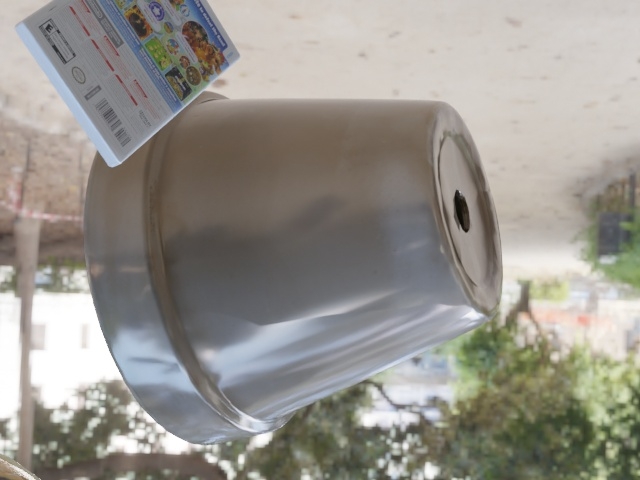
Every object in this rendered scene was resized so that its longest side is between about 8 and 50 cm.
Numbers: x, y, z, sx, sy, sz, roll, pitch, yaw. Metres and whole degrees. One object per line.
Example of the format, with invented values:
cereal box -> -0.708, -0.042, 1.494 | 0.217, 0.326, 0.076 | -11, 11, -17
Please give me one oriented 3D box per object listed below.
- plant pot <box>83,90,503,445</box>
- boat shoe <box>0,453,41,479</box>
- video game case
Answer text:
plant pot -> 0.000, 0.000, 0.951 | 0.280, 0.323, 0.323 | -13, 171, 22
boat shoe -> -0.063, 0.301, 0.319 | 0.186, 0.500, 0.156 | -16, 176, -31
video game case -> -0.101, -0.108, 0.590 | 0.011, 0.087, 0.122 | -14, -154, 42
